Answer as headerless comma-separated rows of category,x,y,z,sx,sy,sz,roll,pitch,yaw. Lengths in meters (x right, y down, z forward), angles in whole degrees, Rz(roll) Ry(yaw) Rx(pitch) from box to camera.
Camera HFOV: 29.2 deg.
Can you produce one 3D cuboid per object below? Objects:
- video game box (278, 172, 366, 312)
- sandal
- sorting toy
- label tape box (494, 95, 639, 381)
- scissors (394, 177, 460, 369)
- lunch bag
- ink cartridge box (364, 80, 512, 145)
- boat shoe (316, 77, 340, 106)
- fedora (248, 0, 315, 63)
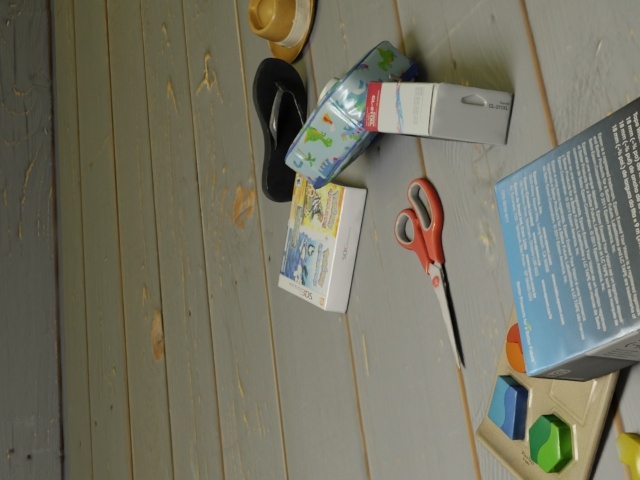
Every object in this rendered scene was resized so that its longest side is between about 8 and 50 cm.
video game box,0.000,0.000,2.033,0.187,0.048,0.205,20,103,60
sandal,-0.059,-0.195,2.147,0.054,0.097,0.254,-5,91,63
sorting toy,0.286,0.202,1.441,0.307,0.041,0.229,43,122,57
label tape box,0.346,-0.013,1.290,0.334,0.106,0.240,-33,56,46
scissors,0.165,0.037,1.731,0.109,0.021,0.297,-60,34,35
lunch bag,0.051,-0.190,1.853,0.176,0.090,0.219,-48,-3,-46
ink cartridge box,0.157,-0.174,1.673,0.175,0.128,0.072,16,100,63
boat shoe,0.015,-0.201,2.055,0.040,0.049,0.142,30,113,25
fedora,-0.079,-0.414,2.235,0.194,0.079,0.194,-23,64,60
